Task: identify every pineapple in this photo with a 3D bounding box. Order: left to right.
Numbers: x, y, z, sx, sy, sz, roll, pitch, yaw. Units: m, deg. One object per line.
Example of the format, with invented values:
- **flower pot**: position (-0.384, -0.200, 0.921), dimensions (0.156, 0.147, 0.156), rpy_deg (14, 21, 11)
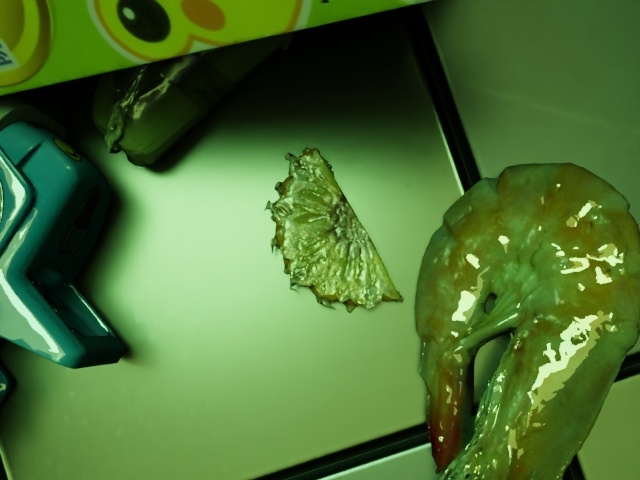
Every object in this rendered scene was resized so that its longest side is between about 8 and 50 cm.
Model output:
- **pineapple**: position (0.000, 0.000, 0.507), dimensions (0.045, 0.019, 0.083), rpy_deg (-26, 88, -3)

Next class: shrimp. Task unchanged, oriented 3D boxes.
- **shrimp**: position (0.081, 0.056, 0.492), dimensions (0.101, 0.042, 0.190), rpy_deg (17, 87, 24)

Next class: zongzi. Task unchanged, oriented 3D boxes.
- **zongzi**: position (-0.082, -0.102, 0.504), dimensions (0.104, 0.052, 0.113), rpy_deg (-42, 76, -4)

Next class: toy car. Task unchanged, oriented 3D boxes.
- **toy car**: position (-0.143, 0.041, 0.470), dimensions (0.100, 0.097, 0.191), rpy_deg (30, 88, 4)

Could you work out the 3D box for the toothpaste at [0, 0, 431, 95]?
- **toothpaste**: position (-0.071, -0.122, 0.374), dimensions (0.327, 0.110, 0.077), rpy_deg (-5, 42, 33)
